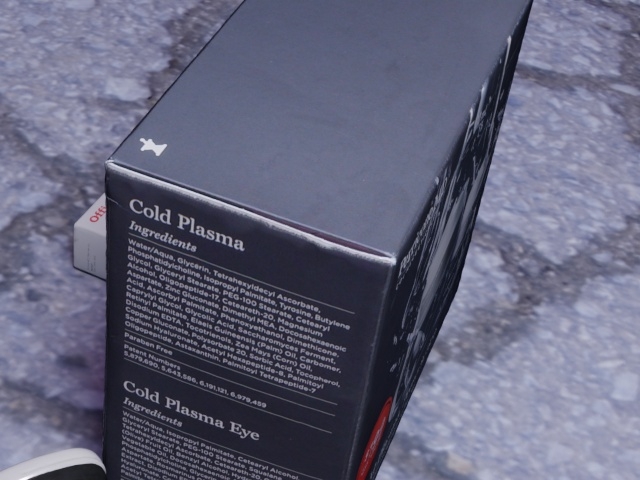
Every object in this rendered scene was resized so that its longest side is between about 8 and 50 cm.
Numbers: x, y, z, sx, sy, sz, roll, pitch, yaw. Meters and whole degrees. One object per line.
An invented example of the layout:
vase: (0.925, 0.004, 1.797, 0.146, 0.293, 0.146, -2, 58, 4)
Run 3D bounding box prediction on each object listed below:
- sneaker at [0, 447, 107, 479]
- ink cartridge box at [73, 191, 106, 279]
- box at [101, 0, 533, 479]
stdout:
sneaker: (-0.208, 0.227, 0.815, 0.217, 0.079, 0.121, -28, 55, -23)
ink cartridge box: (-0.133, 0.000, 1.096, 0.123, 0.052, 0.088, 20, 43, 15)
box: (0.000, 0.000, 0.923, 0.179, 0.312, 0.343, 18, 43, 11)
